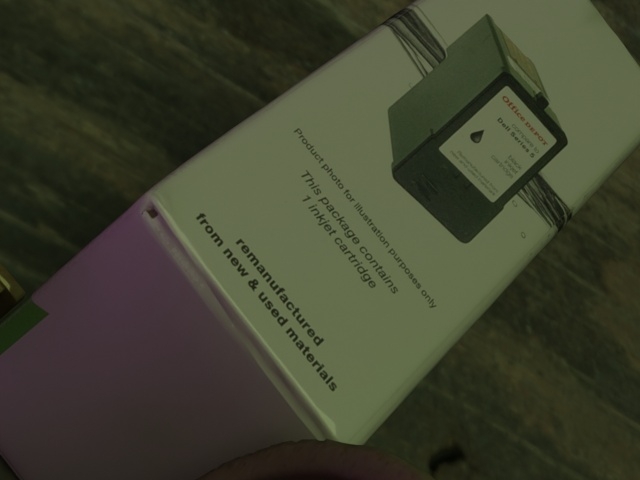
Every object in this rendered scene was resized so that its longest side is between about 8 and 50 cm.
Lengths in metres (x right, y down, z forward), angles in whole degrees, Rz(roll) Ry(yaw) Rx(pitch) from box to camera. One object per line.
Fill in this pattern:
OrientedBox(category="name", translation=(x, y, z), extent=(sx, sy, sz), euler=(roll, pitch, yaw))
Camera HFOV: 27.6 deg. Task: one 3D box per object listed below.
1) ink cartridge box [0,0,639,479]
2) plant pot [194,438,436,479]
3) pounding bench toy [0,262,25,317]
OrientedBox(category="ink cartridge box", translation=(0.000, 0.000, 0.571), extent=(0.115, 0.198, 0.273), euler=(52, 48, -3))
OrientedBox(category="plant pot", translation=(0.043, 0.279, 0.380), extent=(0.305, 0.334, 0.334), euler=(37, 51, -21))
OrientedBox(category="pounding bench toy", translation=(-0.155, 0.019, 0.521), extent=(0.052, 0.083, 0.065), euler=(51, 49, -5))
